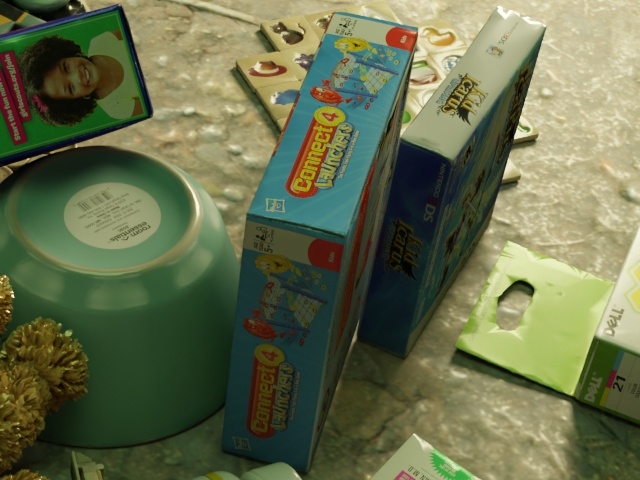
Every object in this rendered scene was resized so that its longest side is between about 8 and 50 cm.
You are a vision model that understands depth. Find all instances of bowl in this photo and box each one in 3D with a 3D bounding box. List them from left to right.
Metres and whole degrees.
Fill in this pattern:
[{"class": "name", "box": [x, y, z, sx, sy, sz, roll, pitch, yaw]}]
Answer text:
[{"class": "bowl", "box": [-0.209, 0.026, 1.598, 0.311, 0.163, 0.311, 4, 44, -4]}]

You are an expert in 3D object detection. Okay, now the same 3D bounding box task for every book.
[{"class": "book", "box": [0.081, 0.249, 1.515, 0.096, 0.035, 0.144, 33, 47, 17]}]

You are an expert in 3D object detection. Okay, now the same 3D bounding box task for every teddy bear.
[{"class": "teddy bear", "box": [-0.329, 0.172, 1.392, 0.338, 0.113, 0.245, -38, 101, -32]}]

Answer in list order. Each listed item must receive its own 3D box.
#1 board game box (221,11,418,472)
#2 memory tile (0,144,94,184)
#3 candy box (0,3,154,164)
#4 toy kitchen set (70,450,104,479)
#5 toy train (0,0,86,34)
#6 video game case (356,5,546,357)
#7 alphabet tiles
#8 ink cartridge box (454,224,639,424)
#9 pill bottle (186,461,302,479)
[{"class": "board game box", "box": [0.000, 0.000, 1.556, 0.086, 0.308, 0.302, 14, 43, 6]}, {"class": "memory tile", "box": [-0.312, -0.082, 1.799, 0.148, 0.012, 0.113, 18, 44, 10]}, {"class": "candy box", "box": [-0.349, -0.122, 1.626, 0.317, 0.122, 0.268, -20, 7, -17]}, {"class": "toy kitchen set", "box": [-0.175, 0.216, 1.461, 0.075, 0.083, 0.068, -7, 47, -17]}, {"class": "toy train", "box": [-0.412, -0.251, 1.880, 0.334, 0.142, 0.190, 27, 58, 15]}, {"class": "video game case", "box": [0.129, -0.057, 1.665, 0.061, 0.269, 0.244, 23, 45, 12]}, {"class": "alphabet tiles", "box": [0.076, -0.164, 1.956, 0.285, 0.011, 0.342, -14, 49, -23]}, {"class": "ink cartridge box", "box": [0.288, 0.069, 1.688, 0.255, 0.097, 0.189, 21, 45, 11]}, {"class": "pill bottle", "box": [-0.111, 0.261, 1.401, 0.208, 0.119, 0.119, -15, 49, -24]}]
